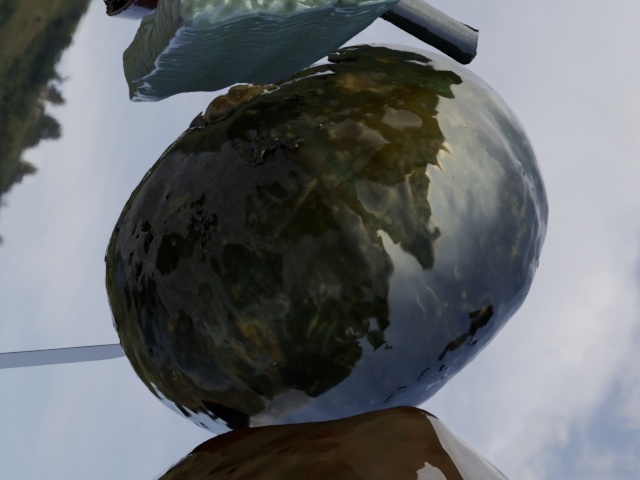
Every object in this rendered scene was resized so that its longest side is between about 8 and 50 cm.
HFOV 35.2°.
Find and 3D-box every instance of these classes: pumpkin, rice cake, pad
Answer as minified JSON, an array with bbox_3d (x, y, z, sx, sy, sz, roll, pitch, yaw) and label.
[{"bbox_3d":[0.000,0.000,0.991,0.454,0.344,0.454,-38,-169,8],"label":"pumpkin"},{"bbox_3d":[-0.048,-0.116,0.576,0.237,0.127,0.043,175,-95,-75],"label":"rice cake"},{"bbox_3d":[-0.368,0.152,1.294,0.176,0.266,0.002,-28,-113,62],"label":"pad"}]

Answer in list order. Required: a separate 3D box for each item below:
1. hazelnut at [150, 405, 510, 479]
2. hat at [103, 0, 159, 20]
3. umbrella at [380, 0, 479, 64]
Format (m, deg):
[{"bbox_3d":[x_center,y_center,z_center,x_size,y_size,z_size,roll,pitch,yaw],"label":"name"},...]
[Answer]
[{"bbox_3d":[0.019,0.313,0.581,0.429,0.402,0.402,8,-101,67],"label":"hazelnut"},{"bbox_3d":[-0.141,-0.299,0.963,0.205,0.089,0.205,-34,-155,19],"label":"hat"},{"bbox_3d":[0.085,-0.195,0.877,0.031,0.133,0.036,-44,-144,36],"label":"umbrella"}]
